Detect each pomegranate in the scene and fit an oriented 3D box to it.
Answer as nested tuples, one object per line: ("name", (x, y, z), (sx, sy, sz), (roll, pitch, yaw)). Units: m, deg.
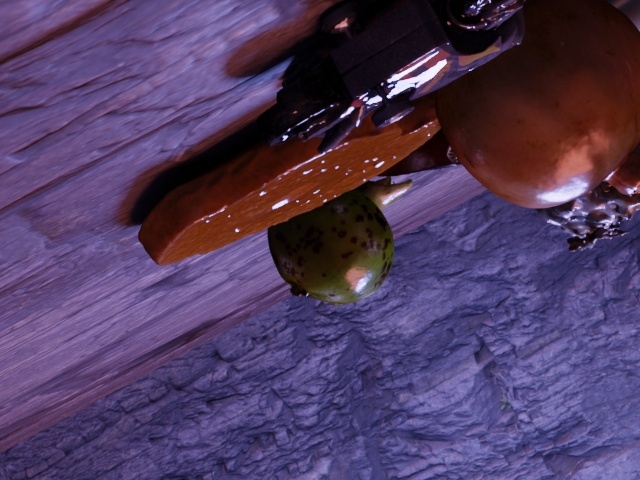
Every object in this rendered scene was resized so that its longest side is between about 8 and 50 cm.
("pomegranate", (0.272, -0.153, 1.185), (0.252, 0.270, 0.229), (-32, 170, -47))
("pomegranate", (0.033, -0.018, 1.628), (0.263, 0.211, 0.211), (-51, 180, -16))

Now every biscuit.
("biscuit", (-0.037, -0.082, 1.307), (0.349, 0.078, 0.455), (-37, 170, 38))

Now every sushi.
("sushi", (0.493, -0.166, 1.692), (0.417, 0.175, 0.417), (-61, 179, -1))

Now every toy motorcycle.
("toy motorcycle", (0.080, -0.174, 0.953), (0.307, 0.108, 0.173), (-28, 179, 22))

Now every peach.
("peach", (0.171, -0.146, 1.630), (0.189, 0.068, 0.279), (-11, -174, -30))

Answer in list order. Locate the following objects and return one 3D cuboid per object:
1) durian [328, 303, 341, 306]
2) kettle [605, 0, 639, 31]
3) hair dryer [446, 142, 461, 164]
("durian", (0.059, 0.032, 2.165), (0.200, 0.177, 0.237), (-19, 169, 7))
("kettle", (0.413, -0.305, 1.359), (0.148, 0.098, 0.127), (-28, 180, 33))
("hair dryer", (0.237, -0.217, 1.354), (0.219, 0.075, 0.195), (-56, -173, 38))
